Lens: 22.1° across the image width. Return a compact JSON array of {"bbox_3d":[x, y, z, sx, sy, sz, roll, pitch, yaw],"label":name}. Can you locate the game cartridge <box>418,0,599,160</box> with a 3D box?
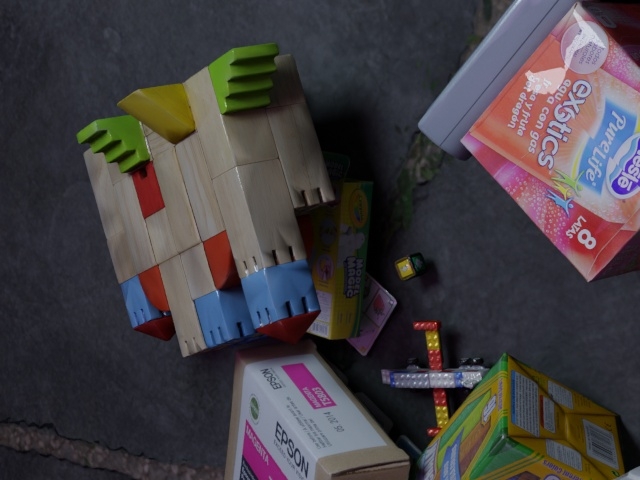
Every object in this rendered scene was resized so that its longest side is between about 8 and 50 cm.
[{"bbox_3d":[0.173,-0.176,1.333,0.062,0.297,0.198,35,120,2],"label":"game cartridge"}]

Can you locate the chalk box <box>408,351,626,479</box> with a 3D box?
[{"bbox_3d":[0.158,0.234,1.462,0.132,0.132,0.213,29,118,-12],"label":"chalk box"}]

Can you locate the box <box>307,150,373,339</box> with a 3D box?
[{"bbox_3d":[0.000,0.000,1.618,0.105,0.043,0.179,15,104,50],"label":"box"}]

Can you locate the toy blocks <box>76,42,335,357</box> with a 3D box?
[{"bbox_3d":[-0.101,-0.008,1.597,0.381,0.190,0.261,-24,81,56],"label":"toy blocks"}]

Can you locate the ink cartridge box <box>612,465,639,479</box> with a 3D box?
[{"bbox_3d":[0.333,0.309,1.346,0.171,0.168,0.233,10,102,35],"label":"ink cartridge box"}]

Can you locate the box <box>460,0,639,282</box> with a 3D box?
[{"bbox_3d":[0.267,-0.080,1.260,0.154,0.300,0.142,50,120,19],"label":"box"}]

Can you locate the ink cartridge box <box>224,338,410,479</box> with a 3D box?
[{"bbox_3d":[-0.012,0.235,1.574,0.235,0.088,0.193,-133,43,-55],"label":"ink cartridge box"}]

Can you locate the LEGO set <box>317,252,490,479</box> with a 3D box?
[{"bbox_3d":[0.063,0.135,1.595,0.182,0.060,0.244,44,123,24],"label":"LEGO set"}]
